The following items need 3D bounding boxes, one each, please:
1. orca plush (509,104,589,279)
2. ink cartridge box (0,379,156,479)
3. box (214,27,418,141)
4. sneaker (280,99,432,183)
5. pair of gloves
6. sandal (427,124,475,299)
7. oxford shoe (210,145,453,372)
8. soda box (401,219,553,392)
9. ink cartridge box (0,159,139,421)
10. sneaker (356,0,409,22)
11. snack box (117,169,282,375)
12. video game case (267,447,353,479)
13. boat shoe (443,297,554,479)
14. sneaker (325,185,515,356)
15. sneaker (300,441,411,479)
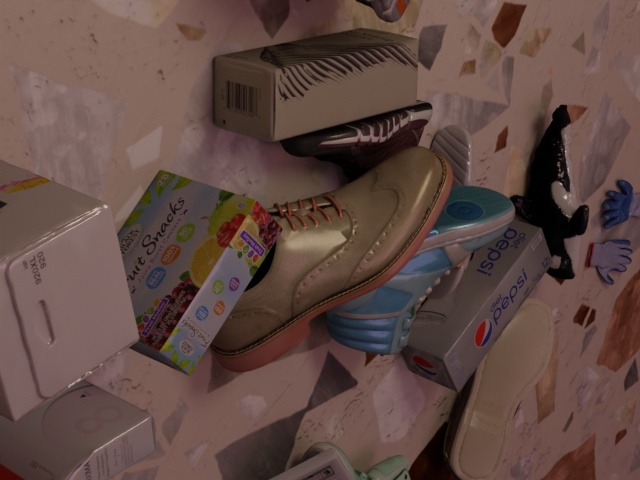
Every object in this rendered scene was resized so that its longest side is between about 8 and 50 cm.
[{"bbox_3d":[0.363,-0.072,2.261,0.102,0.151,0.287,-8,118,-14],"label":"orca plush"},{"bbox_3d":[-0.325,0.228,1.512,0.232,0.189,0.066,-23,122,-41],"label":"ink cartridge box"},{"bbox_3d":[-0.001,-0.202,1.770,0.275,0.113,0.094,-21,119,-45],"label":"box"},{"bbox_3d":[0.051,-0.099,1.881,0.281,0.106,0.162,-16,120,-46],"label":"sneaker"},{"bbox_3d":[0.548,-0.013,2.561,0.159,0.023,0.198,3,103,-50],"label":"pair of gloves"},{"bbox_3d":[0.206,-0.040,2.087,0.076,0.102,0.265,-1,105,-47],"label":"sandal"},{"bbox_3d":[0.000,0.000,1.777,0.397,0.140,0.146,-42,130,-7],"label":"oxford shoe"},{"bbox_3d":[0.245,0.094,2.193,0.286,0.098,0.091,-50,138,-22],"label":"soda box"},{"bbox_3d":[-0.327,0.038,1.392,0.168,0.232,0.171,-34,130,-36],"label":"ink cartridge box"},{"bbox_3d":[0.008,-0.356,1.638,0.124,0.180,0.321,-63,167,-6],"label":"sneaker"},{"bbox_3d":[-0.170,0.034,1.621,0.207,0.174,0.070,-57,136,-15],"label":"snack box"},{"bbox_3d":[-0.039,0.393,1.971,0.201,0.023,0.183,-27,133,0],"label":"video game case"},{"bbox_3d":[0.291,0.246,2.314,0.116,0.097,0.324,23,82,-11],"label":"boat shoe"},{"bbox_3d":[0.134,0.051,1.996,0.319,0.127,0.208,-17,124,-17],"label":"sneaker"},{"bbox_3d":[0.060,0.352,2.095,0.151,0.094,0.256,-49,138,-28],"label":"sneaker"}]
